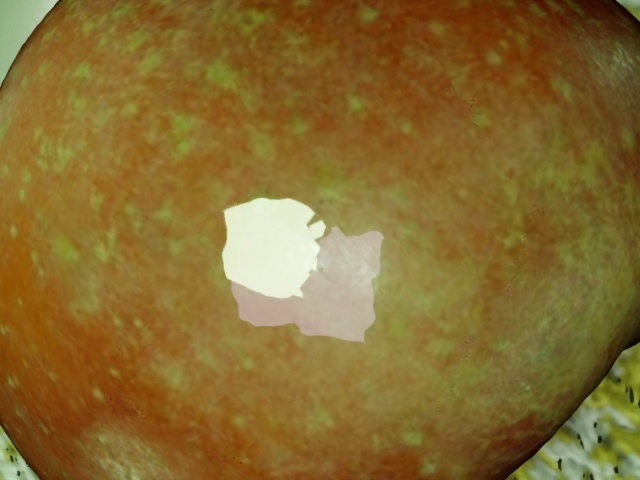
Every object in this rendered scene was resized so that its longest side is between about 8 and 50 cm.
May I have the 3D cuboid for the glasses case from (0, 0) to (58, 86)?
[{"bbox_3d":[-0.152,-0.162,0.780,0.081,0.051,0.204,39,107,3],"label":"glasses case"}]

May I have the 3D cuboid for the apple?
[{"bbox_3d":[0.000,0.000,0.626,0.277,0.348,0.348,46,108,13],"label":"apple"}]
